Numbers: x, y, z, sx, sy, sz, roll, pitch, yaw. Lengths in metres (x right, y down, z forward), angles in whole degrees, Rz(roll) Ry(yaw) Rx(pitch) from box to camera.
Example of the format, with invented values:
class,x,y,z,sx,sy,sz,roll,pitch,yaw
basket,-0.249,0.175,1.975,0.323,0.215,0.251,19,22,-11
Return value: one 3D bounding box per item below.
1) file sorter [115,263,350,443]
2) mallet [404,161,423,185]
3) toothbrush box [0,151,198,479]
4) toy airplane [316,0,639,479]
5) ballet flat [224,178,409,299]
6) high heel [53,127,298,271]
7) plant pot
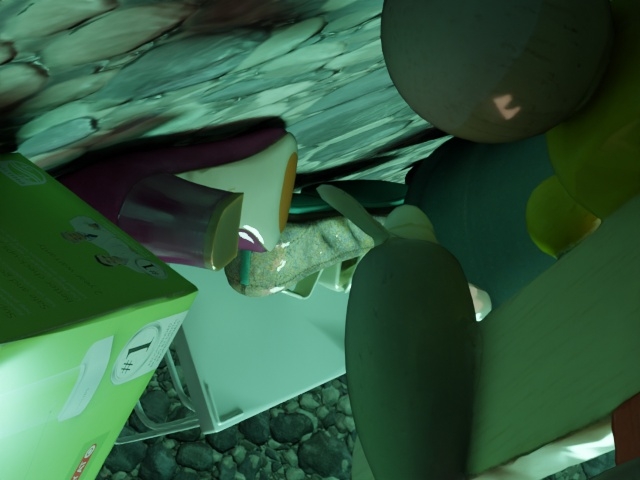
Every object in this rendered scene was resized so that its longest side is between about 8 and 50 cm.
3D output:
class,x,y,z,sx,sy,sz,roll,pitch,yaw
file sorter,-0.110,0.082,1.359,0.173,0.193,0.277,-18,179,36
mallet,0.191,-0.104,1.560,0.189,0.039,0.062,-24,-179,-7
toothbrush box,-0.201,0.087,0.506,0.206,0.122,0.283,-60,164,19
toy airplane,0.128,-0.005,0.487,0.386,0.272,0.384,-53,-173,7
ballet flat,0.000,0.000,1.268,0.107,0.106,0.316,16,-167,30
high heel,-0.087,-0.029,0.791,0.117,0.082,0.244,11,-161,10
plant pot,0.303,-0.023,1.211,0.341,0.341,0.334,-18,168,-36
